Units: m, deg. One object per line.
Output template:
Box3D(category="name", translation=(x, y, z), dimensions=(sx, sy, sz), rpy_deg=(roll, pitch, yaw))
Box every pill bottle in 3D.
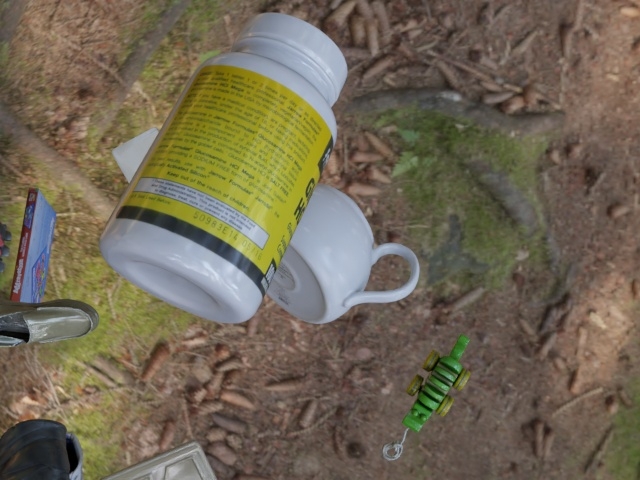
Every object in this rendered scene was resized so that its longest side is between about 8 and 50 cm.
Box3D(category="pill bottle", translation=(-0.095, -0.089, 0.894), dimensions=(0.188, 0.188, 0.333), rpy_deg=(36, 66, -28))

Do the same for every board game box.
Box3D(category="board game box", translation=(-0.675, 0.034, 1.834), dimensions=(0.027, 0.145, 0.281), rpy_deg=(0, 67, 0))

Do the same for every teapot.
Box3D(category="teapot", translation=(0.000, 0.000, 1.269), dimensions=(0.187, 0.253, 0.256), rpy_deg=(-40, 105, -28))

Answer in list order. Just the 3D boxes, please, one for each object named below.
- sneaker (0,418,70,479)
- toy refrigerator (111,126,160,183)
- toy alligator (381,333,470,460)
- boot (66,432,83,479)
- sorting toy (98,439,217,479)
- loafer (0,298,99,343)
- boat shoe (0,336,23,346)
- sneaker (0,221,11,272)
Box3D(category="sneaker", translation=(-0.454, 0.384, 1.093), dimensions=(0.109, 0.130, 0.286), rpy_deg=(25, 111, -45))
Box3D(category="toy refrigerator", translation=(-0.292, -0.134, 1.406), dimensions=(0.094, 0.269, 0.102), rpy_deg=(-29, 95, -3))
Box3D(category="toy alligator", translation=(0.133, 0.201, 0.973), dimensions=(0.056, 0.051, 0.189), rpy_deg=(33, 92, 7))
Box3D(category="boot", translation=(-0.513, 0.505, 1.523), dimensions=(0.095, 0.258, 0.123), rpy_deg=(2, 128, -17))
Box3D(category="sorting toy", translation=(-0.347, 0.543, 1.563), dimensions=(0.307, 0.041, 0.229), rpy_deg=(-22, 108, -1))
Box3D(category="loafer", translation=(-0.363, 0.109, 1.005), dimensions=(0.148, 0.050, 0.056), rpy_deg=(0, 117, -9))
Box3D(category="boat shoe", translation=(-0.641, 0.148, 1.409), dimensions=(0.228, 0.068, 0.081), rpy_deg=(14, 68, -5))
Box3D(category="sneaker", translation=(-0.577, 0.067, 1.188), dimensions=(0.135, 0.098, 0.276), rpy_deg=(31, 54, -23))
